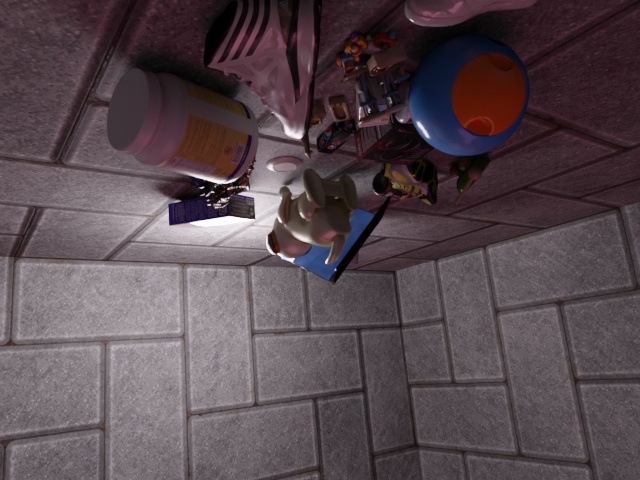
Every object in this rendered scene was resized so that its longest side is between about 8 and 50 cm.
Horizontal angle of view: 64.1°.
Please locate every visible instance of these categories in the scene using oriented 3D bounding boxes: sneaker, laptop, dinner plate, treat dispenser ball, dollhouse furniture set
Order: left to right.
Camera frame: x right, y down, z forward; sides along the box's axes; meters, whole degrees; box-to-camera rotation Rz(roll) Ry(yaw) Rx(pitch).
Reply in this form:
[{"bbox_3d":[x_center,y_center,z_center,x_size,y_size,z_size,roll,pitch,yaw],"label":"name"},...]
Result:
[{"bbox_3d":[-0.138,-0.408,1.219,0.257,0.169,0.448,4,158,-3],"label":"sneaker"},{"bbox_3d":[-0.138,-0.285,1.955,0.141,0.017,0.141,-6,165,-2],"label":"dinner plate"},{"bbox_3d":[0.016,-0.340,1.552,0.151,0.123,0.144,-8,167,9],"label":"dollhouse furniture set"},{"bbox_3d":[0.078,-0.036,2.221,0.236,0.382,0.408,34,165,8],"label":"laptop"},{"bbox_3d":[0.141,-0.377,1.264,0.128,0.130,0.183,-22,-173,-4],"label":"dollhouse furniture set"},{"bbox_3d":[0.374,-0.253,2.077,0.147,0.145,0.384,-4,159,31],"label":"sneaker"},{"bbox_3d":[0.362,-0.356,1.266,0.287,0.289,0.288,-5,167,-1],"label":"treat dispenser ball"},{"bbox_3d":[0.312,-0.520,0.986,0.292,0.108,0.169,-14,165,-4],"label":"sneaker"}]

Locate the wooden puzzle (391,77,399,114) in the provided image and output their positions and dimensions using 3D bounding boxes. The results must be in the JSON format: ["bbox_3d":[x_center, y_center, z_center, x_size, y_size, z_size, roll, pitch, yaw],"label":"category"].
[{"bbox_3d":[0.206,-0.405,1.428,0.014,0.117,0.079,8,-150,0],"label":"wooden puzzle"}]

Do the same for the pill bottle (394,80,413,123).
[{"bbox_3d":[0.327,-0.392,1.467,0.214,0.118,0.117,-1,166,-16],"label":"pill bottle"}]

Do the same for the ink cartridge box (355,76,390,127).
[{"bbox_3d":[0.151,-0.391,1.463,0.092,0.090,0.143,-6,166,2],"label":"ink cartridge box"}]

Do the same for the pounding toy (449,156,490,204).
[{"bbox_3d":[0.578,-0.273,2.055,0.183,0.110,0.237,-56,173,36],"label":"pounding toy"}]

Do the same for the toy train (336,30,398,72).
[{"bbox_3d":[0.112,-0.458,1.266,0.125,0.046,0.166,2,164,-27],"label":"toy train"}]

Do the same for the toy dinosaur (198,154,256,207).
[{"bbox_3d":[-0.332,-0.239,1.827,0.218,0.164,0.322,6,120,-46],"label":"toy dinosaur"}]

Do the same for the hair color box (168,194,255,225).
[{"bbox_3d":[-0.471,-0.125,2.213,0.338,0.110,0.185,-5,175,28],"label":"hair color box"}]

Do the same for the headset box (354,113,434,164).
[{"bbox_3d":[0.259,-0.342,1.667,0.217,0.110,0.293,0,165,-24],"label":"headset box"}]

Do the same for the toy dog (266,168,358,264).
[{"bbox_3d":[-0.046,-0.063,2.165,0.284,0.396,0.407,-9,166,-44],"label":"toy dog"}]

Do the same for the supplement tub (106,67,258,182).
[{"bbox_3d":[-0.356,-0.295,1.347,0.240,0.241,0.331,-16,162,39],"label":"supplement tub"}]

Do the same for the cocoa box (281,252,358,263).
[{"bbox_3d":[0.000,0.000,2.621,0.346,0.228,0.231,2,-175,-26],"label":"cocoa box"}]

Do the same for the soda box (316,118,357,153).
[{"bbox_3d":[0.050,-0.345,1.694,0.060,0.053,0.169,3,164,-29],"label":"soda box"}]

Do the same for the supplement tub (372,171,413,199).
[{"bbox_3d":[0.320,-0.228,2.177,0.197,0.106,0.106,7,162,-40],"label":"supplement tub"}]

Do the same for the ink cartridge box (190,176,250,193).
[{"bbox_3d":[-0.397,-0.235,1.998,0.223,0.046,0.223,-5,167,-2],"label":"ink cartridge box"}]
